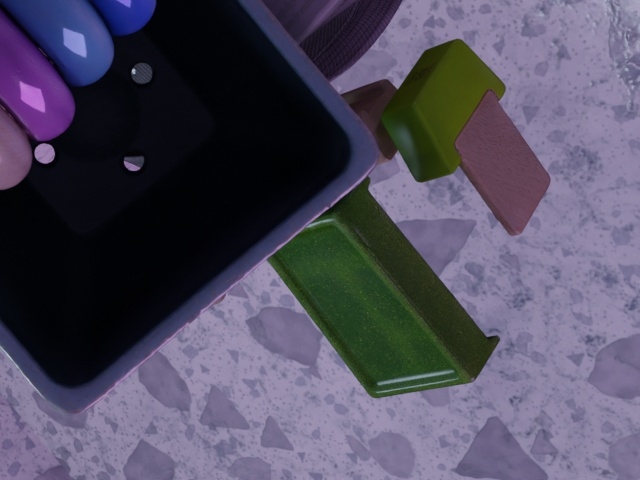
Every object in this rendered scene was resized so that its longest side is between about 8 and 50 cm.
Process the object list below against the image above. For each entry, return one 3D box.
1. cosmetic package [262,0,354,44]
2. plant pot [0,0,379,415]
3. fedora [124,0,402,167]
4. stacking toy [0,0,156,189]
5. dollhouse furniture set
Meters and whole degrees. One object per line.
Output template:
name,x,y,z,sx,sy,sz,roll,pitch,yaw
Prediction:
cosmetic package,0.084,-0.316,1.145,0.365,0.155,0.197,-41,-178,-24
plant pot,-0.147,-0.076,1.055,0.247,0.248,0.252,-40,-170,-2
fedora,-0.080,-0.175,1.276,0.275,0.124,0.244,-19,-152,41
stacking toy,-0.104,-0.186,0.867,0.330,0.141,0.141,-46,-179,-8
dollhouse furniture set,0.000,0.000,1.180,0.301,0.151,0.197,-15,-148,46
